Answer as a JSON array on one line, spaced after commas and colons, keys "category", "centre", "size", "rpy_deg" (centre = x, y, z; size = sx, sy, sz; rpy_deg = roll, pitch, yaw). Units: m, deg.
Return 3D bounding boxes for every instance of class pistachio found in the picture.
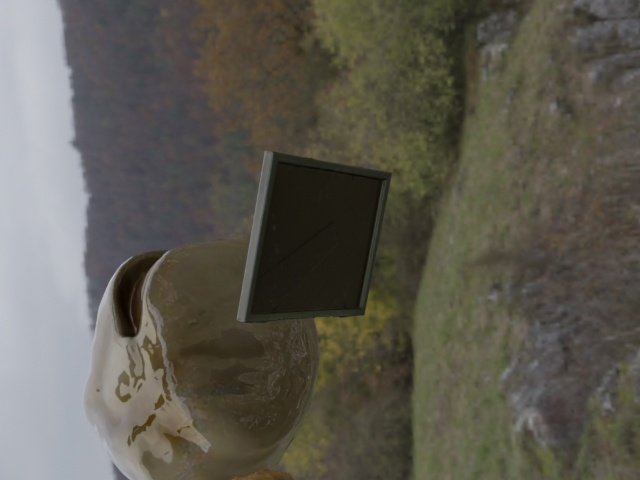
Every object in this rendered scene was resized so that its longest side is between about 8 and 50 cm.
[{"category": "pistachio", "centre": [-0.153, 0.169, 1.408], "size": [0.365, 0.281, 0.445], "rpy_deg": [61, -153, -22]}]

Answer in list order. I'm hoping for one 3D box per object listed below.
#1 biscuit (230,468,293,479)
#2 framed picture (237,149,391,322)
[{"category": "biscuit", "centre": [-0.117, 0.320, 0.999], "size": [0.033, 0.144, 0.224], "rpy_deg": [40, 102, 42]}, {"category": "framed picture", "centre": [0.000, 0.000, 1.148], "size": [0.250, 0.016, 0.184], "rpy_deg": [1, -80, -56]}]
